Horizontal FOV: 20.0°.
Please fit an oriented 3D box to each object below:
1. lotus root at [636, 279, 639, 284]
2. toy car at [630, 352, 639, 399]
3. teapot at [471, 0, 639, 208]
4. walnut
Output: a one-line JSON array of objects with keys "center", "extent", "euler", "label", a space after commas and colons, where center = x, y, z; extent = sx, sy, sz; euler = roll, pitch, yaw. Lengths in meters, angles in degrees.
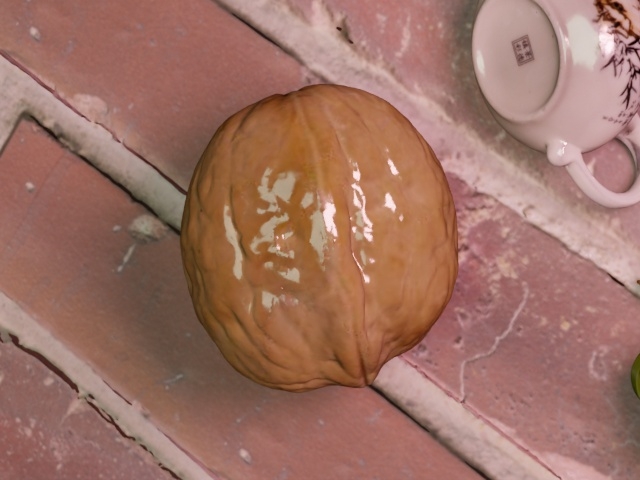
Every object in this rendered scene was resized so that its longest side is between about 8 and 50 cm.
[{"center": [0.384, 0.049, 1.780], "extent": [0.152, 0.063, 0.072], "euler": [4, 81, 24], "label": "lotus root"}, {"center": [0.432, 0.162, 1.724], "extent": [0.235, 0.145, 0.235], "euler": [-1, 103, -4], "label": "toy car"}, {"center": [0.249, -0.173, 1.796], "extent": [0.208, 0.166, 0.300], "euler": [-17, 96, 44], "label": "teapot"}, {"center": [0.000, 0.000, 1.859], "extent": [0.252, 0.277, 0.313], "euler": [-13, 93, 58], "label": "walnut"}]
